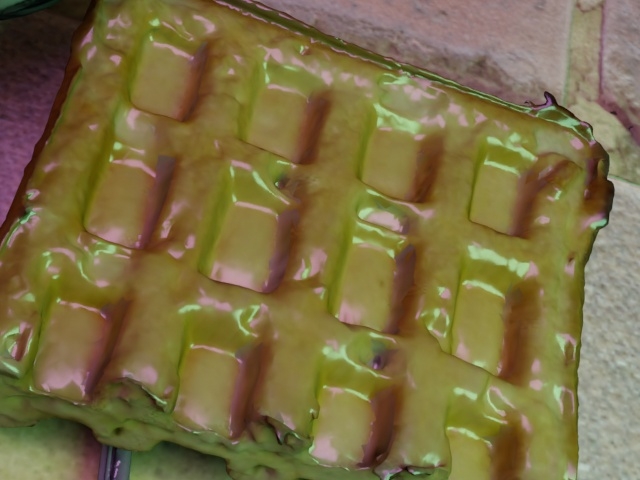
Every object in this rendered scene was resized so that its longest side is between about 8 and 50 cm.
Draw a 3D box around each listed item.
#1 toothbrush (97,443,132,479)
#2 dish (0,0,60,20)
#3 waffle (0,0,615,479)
[{"bbox_3d":[-0.105,0.056,0.570,0.029,0.024,0.354,11,58,-18],"label":"toothbrush"},{"bbox_3d":[-0.191,-0.224,0.611,0.324,0.124,0.324,-15,38,12],"label":"dish"},{"bbox_3d":[0.000,0.000,0.580,0.348,0.077,0.304,19,55,-9],"label":"waffle"}]
